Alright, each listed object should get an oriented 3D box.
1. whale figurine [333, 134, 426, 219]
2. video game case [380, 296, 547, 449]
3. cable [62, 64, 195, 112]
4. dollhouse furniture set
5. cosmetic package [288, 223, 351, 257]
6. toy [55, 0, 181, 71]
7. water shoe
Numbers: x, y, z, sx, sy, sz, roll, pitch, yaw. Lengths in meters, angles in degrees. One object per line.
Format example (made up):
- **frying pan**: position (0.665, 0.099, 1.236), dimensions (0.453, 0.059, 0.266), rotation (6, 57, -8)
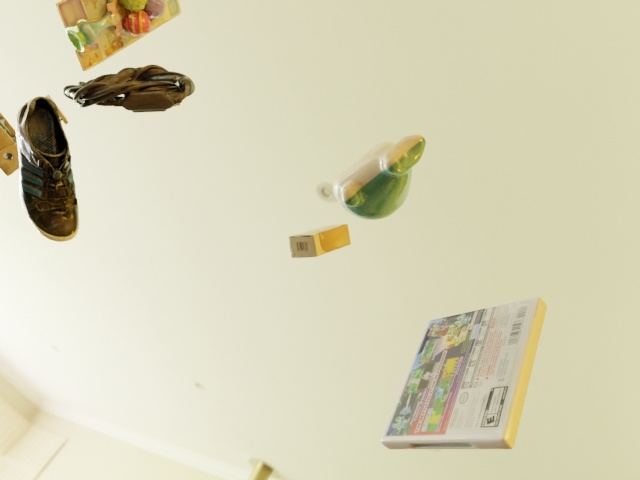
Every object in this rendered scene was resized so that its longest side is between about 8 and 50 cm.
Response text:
- **whale figurine**: position (0.139, -0.128, 1.183), dimensions (0.141, 0.216, 0.272), rotation (51, -21, -5)
- **video game case**: position (0.178, 0.166, 0.701), dimensions (0.023, 0.201, 0.183), rotation (46, -39, -18)
- **cable**: position (-0.279, -0.229, 0.827), dimensions (0.184, 0.151, 0.047), rotation (-6, -57, -9)
- **dollhouse furniture set**: position (-0.726, -0.279, 1.368), dimensions (0.129, 0.183, 0.129), rotation (47, -13, 44)
- **cosmetic package**: position (0.000, 0.000, 1.032), dimensions (0.060, 0.115, 0.041), rotation (-4, -82, 34)
- **toy**: position (-0.340, -0.408, 1.013), dimensions (0.056, 0.237, 0.137), rotation (37, -27, 23)
- **water shoe**: position (-0.384, -0.097, 0.791), dimensions (0.080, 0.072, 0.203), rotation (-6, -82, 56)
